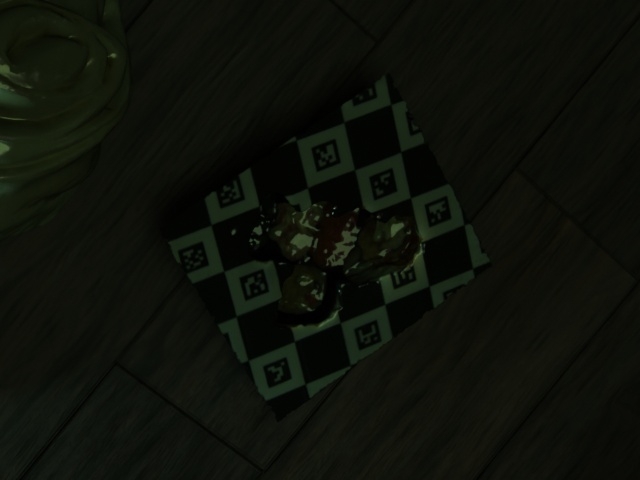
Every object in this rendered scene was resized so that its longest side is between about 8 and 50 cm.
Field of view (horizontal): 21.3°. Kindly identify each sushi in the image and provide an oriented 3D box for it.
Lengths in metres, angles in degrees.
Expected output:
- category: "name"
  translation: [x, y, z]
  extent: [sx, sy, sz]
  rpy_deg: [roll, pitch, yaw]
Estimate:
- category: "sushi"
  translation: [0.000, 0.000, 2.072]
  extent: [0.339, 0.069, 0.320]
  rpy_deg: [-36, 121, -7]

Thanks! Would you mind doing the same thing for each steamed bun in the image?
- category: "steamed bun"
  translation: [-0.351, -0.183, 1.757]
  extent: [0.342, 0.255, 0.367]
  rpy_deg: [1, 87, -25]
